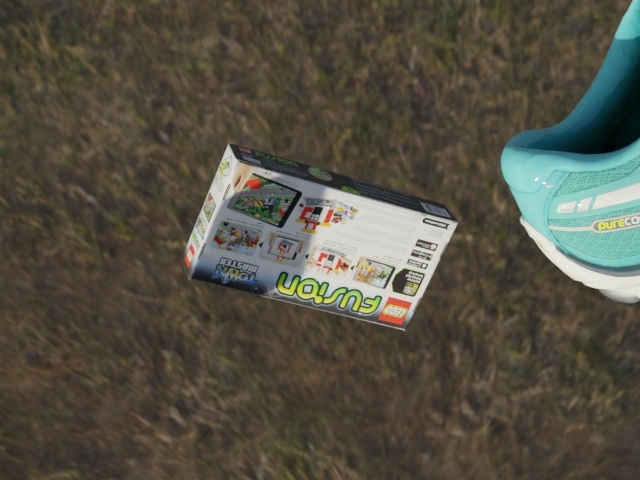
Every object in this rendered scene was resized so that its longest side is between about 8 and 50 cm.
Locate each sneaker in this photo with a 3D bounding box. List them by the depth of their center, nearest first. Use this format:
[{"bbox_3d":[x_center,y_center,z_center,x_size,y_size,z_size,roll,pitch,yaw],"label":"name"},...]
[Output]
[{"bbox_3d":[0.193,-0.092,0.626,0.110,0.107,0.275,41,95,-25],"label":"sneaker"}]

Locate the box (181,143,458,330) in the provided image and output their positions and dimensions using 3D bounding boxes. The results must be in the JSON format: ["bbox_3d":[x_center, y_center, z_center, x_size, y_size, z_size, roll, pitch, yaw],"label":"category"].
[{"bbox_3d":[0.000,0.000,1.222,0.207,0.036,0.114,15,113,-24],"label":"box"}]
